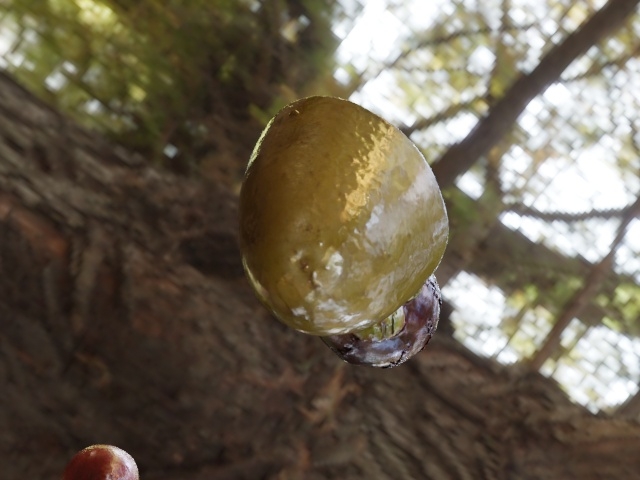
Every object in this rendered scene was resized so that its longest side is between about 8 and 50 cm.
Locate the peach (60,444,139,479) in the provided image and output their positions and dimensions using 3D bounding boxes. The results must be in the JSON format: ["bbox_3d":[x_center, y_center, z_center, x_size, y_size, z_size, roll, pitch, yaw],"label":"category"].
[{"bbox_3d":[-0.255,0.264,1.636,0.098,0.098,0.061,-19,-99,58],"label":"peach"}]

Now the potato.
[{"bbox_3d":[0.000,0.000,1.198,0.158,0.178,0.203,-49,144,-54],"label":"potato"}]

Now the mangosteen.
[{"bbox_3d":[0.061,0.062,1.668,0.166,0.166,0.180,-61,170,-22],"label":"mangosteen"}]
